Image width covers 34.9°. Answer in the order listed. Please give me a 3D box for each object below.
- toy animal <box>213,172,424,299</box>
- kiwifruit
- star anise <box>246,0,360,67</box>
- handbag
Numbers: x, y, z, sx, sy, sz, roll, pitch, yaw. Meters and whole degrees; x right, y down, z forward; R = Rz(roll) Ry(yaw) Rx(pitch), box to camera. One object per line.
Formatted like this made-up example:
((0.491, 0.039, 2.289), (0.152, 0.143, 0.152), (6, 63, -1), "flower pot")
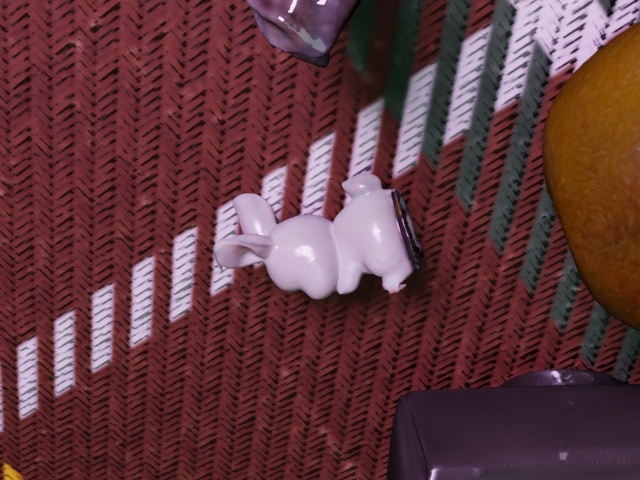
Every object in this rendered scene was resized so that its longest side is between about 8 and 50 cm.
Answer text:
((0.002, 0.005, 0.693), (0.124, 0.071, 0.085), (-16, 118, 13), "toy animal")
((0.248, -0.048, 0.579), (0.234, 0.196, 0.196), (-20, 117, 8), "kiwifruit")
((-0.021, -0.219, 0.500), (0.129, 0.212, 0.282), (-12, 127, -4), "star anise")
((0.188, 0.220, 0.781), (0.285, 0.113, 0.257), (0, 126, -4), "handbag")
